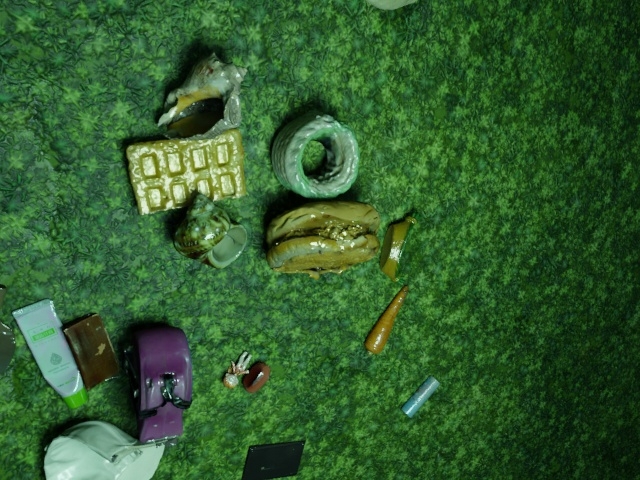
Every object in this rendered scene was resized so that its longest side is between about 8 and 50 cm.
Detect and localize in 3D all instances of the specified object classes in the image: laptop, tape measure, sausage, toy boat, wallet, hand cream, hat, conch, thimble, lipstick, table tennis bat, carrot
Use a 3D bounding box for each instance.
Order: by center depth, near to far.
[{"bbox_3d":[-0.743,0.207,1.171,0.131,0.022,0.235,17,100,-30],"label":"table tennis bat"},{"bbox_3d":[-0.260,-0.302,1.175,0.245,0.178,0.163,-28,130,8],"label":"conch"},{"bbox_3d":[-0.625,0.270,1.245,0.079,0.050,0.275,-35,118,-45],"label":"hand cream"},{"bbox_3d":[-0.391,0.332,1.265,0.149,0.245,0.232,-3,124,-26],"label":"tape measure"},{"bbox_3d":[-0.267,-0.022,1.267,0.187,0.124,0.181,-23,154,-39],"label":"conch"},{"bbox_3d":[-0.553,0.268,1.275,0.095,0.026,0.176,-31,118,-38],"label":"wallet"},{"bbox_3d":[-0.014,-0.217,1.338,0.218,0.150,0.219,-9,111,-25],"label":"thimble"},{"bbox_3d":[-0.521,0.530,1.339,0.301,0.168,0.258,-1,132,-52],"label":"hat"},{"bbox_3d":[-0.182,0.392,1.505,0.094,0.059,0.054,-50,143,-6],"label":"sausage"},{"bbox_3d":[0.240,0.020,1.586,0.088,0.089,0.230,11,98,-16],"label":"toy boat"},{"bbox_3d":[-0.146,0.695,1.650,0.197,0.016,0.135,6,105,-29],"label":"laptop"},{"bbox_3d":[0.214,0.254,1.672,0.061,0.061,0.257,31,88,-32],"label":"carrot"},{"bbox_3d":[0.351,0.547,1.845,0.158,0.048,0.048,-46,121,-7],"label":"lipstick"}]

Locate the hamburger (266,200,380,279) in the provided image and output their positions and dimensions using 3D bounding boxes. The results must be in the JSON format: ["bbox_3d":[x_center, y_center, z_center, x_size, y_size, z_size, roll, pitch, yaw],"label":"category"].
[{"bbox_3d":[0.000,0.000,1.370,0.318,0.318,0.158,1,69,-28],"label":"hamburger"}]

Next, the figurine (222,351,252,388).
[{"bbox_3d":[-0.232,0.363,1.477,0.064,0.047,0.109,38,78,-19],"label":"figurine"}]

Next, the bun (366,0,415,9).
[{"bbox_3d":[0.188,-0.695,1.283,0.259,0.160,0.260,-11,114,-25],"label":"bun"}]

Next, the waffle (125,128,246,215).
[{"bbox_3d":[-0.312,-0.167,1.251,0.274,0.057,0.168,-14,112,-24],"label":"waffle"}]
